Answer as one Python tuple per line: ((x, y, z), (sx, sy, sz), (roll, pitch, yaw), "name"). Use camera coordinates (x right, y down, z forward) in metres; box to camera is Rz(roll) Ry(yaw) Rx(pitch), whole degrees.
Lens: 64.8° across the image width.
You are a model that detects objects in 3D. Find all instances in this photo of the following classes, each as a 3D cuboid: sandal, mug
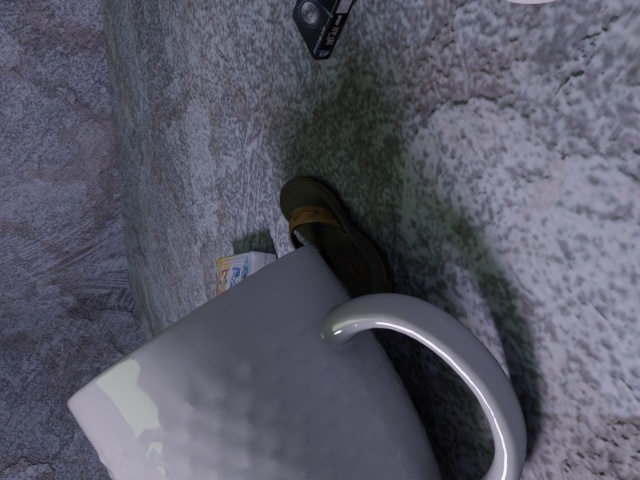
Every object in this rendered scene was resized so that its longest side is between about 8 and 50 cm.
((0.000, 0.000, 0.582), (0.219, 0.060, 0.090), (53, 145, 38), "sandal")
((0.002, 0.189, 0.475), (0.374, 0.276, 0.328), (-35, 87, 30), "mug")

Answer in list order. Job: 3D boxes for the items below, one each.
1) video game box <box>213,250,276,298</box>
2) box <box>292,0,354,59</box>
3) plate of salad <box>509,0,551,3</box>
((-0.139, 0.118, 0.856), (0.205, 0.048, 0.187), (-11, 74, 63), "video game box")
((0.002, -0.240, 0.515), (0.067, 0.018, 0.083), (66, 152, 18), "box")
((0.122, -0.233, 0.260), (0.200, 0.048, 0.200), (161, 90, -72), "plate of salad")
